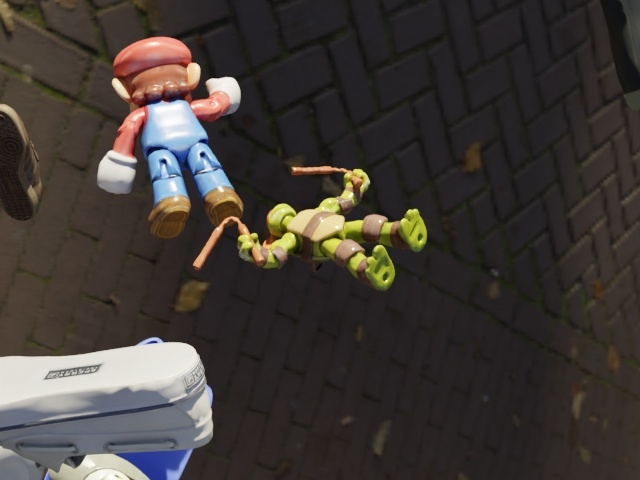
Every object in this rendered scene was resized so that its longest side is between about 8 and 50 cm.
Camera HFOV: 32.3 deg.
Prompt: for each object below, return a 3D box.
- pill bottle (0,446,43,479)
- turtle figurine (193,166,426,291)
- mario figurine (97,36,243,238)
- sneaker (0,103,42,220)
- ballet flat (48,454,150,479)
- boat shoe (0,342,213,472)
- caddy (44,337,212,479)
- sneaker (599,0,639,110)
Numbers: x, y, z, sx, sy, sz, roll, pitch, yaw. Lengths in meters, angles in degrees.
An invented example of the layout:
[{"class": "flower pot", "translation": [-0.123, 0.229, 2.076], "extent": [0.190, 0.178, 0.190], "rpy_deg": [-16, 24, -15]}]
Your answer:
[{"class": "pill bottle", "translation": [-0.499, 0.244, 1.311], "extent": [0.181, 0.323, 0.182], "rpy_deg": [-41, 142, -44]}, {"class": "turtle figurine", "translation": [0.000, 0.000, 1.306], "extent": [0.269, 0.217, 0.087], "rpy_deg": [-33, 126, -39]}, {"class": "mario figurine", "translation": [-0.212, -0.148, 1.592], "extent": [0.198, 0.170, 0.321], "rpy_deg": [12, 51, -46]}, {"class": "sneaker", "translation": [-0.421, -0.117, 1.506], "extent": [0.071, 0.066, 0.188], "rpy_deg": [-87, 180, -49]}, {"class": "ballet flat", "translation": [-0.211, 0.302, 1.262], "extent": [0.213, 0.068, 0.072], "rpy_deg": [36, 77, -16]}, {"class": "boat shoe", "translation": [-0.216, 0.146, 0.913], "extent": [0.096, 0.267, 0.088], "rpy_deg": [-75, 154, -68]}, {"class": "caddy", "translation": [-0.336, 0.320, 1.854], "extent": [0.179, 0.241, 0.341], "rpy_deg": [40, 47, -20]}, {"class": "sneaker", "translation": [0.314, -0.192, 0.866], "extent": [0.222, 0.083, 0.118], "rpy_deg": [-24, 97, -27]}]
